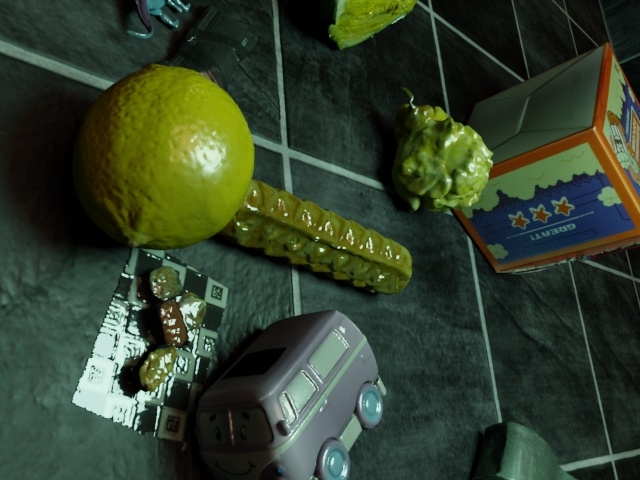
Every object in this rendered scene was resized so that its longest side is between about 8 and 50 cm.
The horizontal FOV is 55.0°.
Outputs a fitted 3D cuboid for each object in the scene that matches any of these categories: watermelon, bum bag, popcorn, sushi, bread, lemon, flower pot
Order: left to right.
[{"bbox_3d":[-0.158,-0.078,0.628,0.178,0.178,0.203,36,49,-33],"label":"lemon"},{"bbox_3d":[-0.162,0.106,0.655,0.139,0.031,0.201,35,51,-34],"label":"sushi"},{"bbox_3d":[-0.147,-0.241,0.811,0.087,0.049,0.198,27,52,-9],"label":"bum bag"},{"bbox_3d":[0.000,0.001,0.844,0.367,0.084,0.077,22,19,-39],"label":"bread"},{"bbox_3d":[0.063,-0.403,1.044,0.301,0.129,0.123,-32,101,-55],"label":"watermelon"},{"bbox_3d":[0.203,-0.149,1.060,0.173,0.168,0.195,16,63,-47],"label":"popcorn"},{"bbox_3d":[0.353,0.413,1.039,0.229,0.103,0.108,48,44,-22],"label":"flower pot"}]

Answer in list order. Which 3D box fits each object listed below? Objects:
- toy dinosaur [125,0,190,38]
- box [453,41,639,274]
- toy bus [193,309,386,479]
[{"bbox_3d":[-0.206,-0.309,0.775,0.080,0.045,0.198,28,46,-30],"label":"toy dinosaur"},{"bbox_3d":[0.469,-0.157,1.244,0.257,0.318,0.349,52,42,-22],"label":"box"},{"bbox_3d":[-0.035,0.185,0.683,0.202,0.141,0.142,-45,113,-48],"label":"toy bus"}]
